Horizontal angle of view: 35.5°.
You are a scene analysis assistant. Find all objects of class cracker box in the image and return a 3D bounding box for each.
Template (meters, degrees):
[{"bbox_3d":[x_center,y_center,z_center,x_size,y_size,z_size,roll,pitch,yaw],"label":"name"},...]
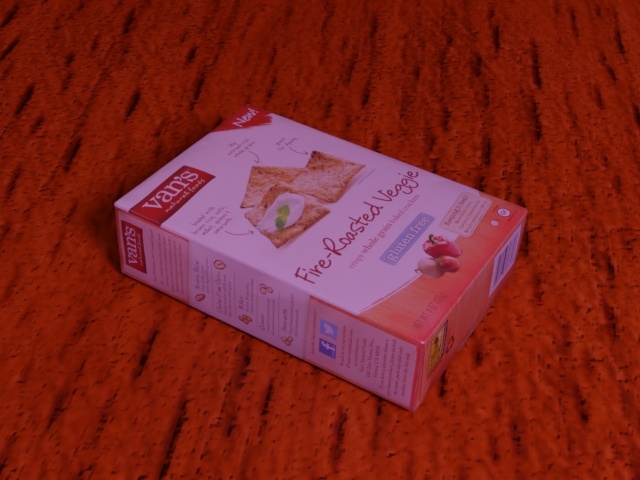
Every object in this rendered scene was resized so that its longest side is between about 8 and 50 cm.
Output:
[{"bbox_3d":[0.000,0.000,0.677,0.232,0.067,0.156,22,43,23],"label":"cracker box"}]
